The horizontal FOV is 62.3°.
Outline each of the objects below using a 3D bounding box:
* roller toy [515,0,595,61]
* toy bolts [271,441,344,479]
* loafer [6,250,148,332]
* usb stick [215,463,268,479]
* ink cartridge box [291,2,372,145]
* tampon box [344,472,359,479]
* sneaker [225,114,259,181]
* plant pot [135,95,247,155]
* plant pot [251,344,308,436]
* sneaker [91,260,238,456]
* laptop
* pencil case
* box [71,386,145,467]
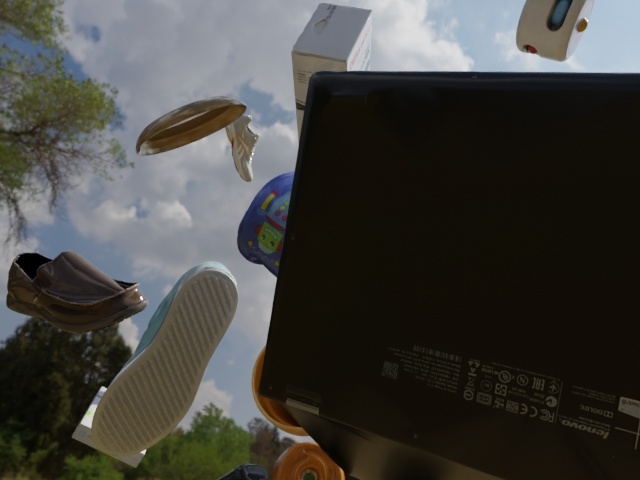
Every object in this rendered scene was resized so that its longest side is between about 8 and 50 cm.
[{"bbox_3d":[0.596,-0.553,1.334,0.146,0.191,0.209,28,-27,25],"label":"roller toy"},{"bbox_3d":[0.019,0.412,0.737,0.228,0.218,0.158,8,-34,-2],"label":"toy bolts"},{"bbox_3d":[-0.504,0.090,1.052,0.365,0.130,0.134,4,17,25],"label":"loafer"},{"bbox_3d":[-0.208,0.473,0.945,0.278,0.045,0.077,-39,-41,22],"label":"usb stick"},{"bbox_3d":[0.029,-0.323,1.120,0.114,0.197,0.273,13,-37,13],"label":"ink cartridge box"},{"bbox_3d":[0.123,0.473,1.146,0.161,0.120,0.101,-26,-34,2],"label":"tampon box"},{"bbox_3d":[-0.285,-0.360,2.052,0.121,0.263,0.099,-14,15,-1],"label":"sneaker"},{"bbox_3d":[-0.258,-0.230,1.047,0.236,0.032,0.236,-24,6,2],"label":"plant pot"},{"bbox_3d":[-0.015,0.304,1.079,0.205,0.205,0.188,1,-32,15],"label":"plant pot"},{"bbox_3d":[-0.256,0.197,0.918,0.135,0.366,0.150,36,2,-14],"label":"sneaker"},{"bbox_3d":[0.175,0.100,0.432,0.381,0.408,0.236,10,2,27],"label":"laptop"},{"bbox_3d":[0.058,0.044,0.551,0.306,0.119,0.133,34,19,24],"label":"pencil case"},{"bbox_3d":[-0.441,0.400,1.153,0.145,0.038,0.186,32,2,-12],"label":"box"}]
